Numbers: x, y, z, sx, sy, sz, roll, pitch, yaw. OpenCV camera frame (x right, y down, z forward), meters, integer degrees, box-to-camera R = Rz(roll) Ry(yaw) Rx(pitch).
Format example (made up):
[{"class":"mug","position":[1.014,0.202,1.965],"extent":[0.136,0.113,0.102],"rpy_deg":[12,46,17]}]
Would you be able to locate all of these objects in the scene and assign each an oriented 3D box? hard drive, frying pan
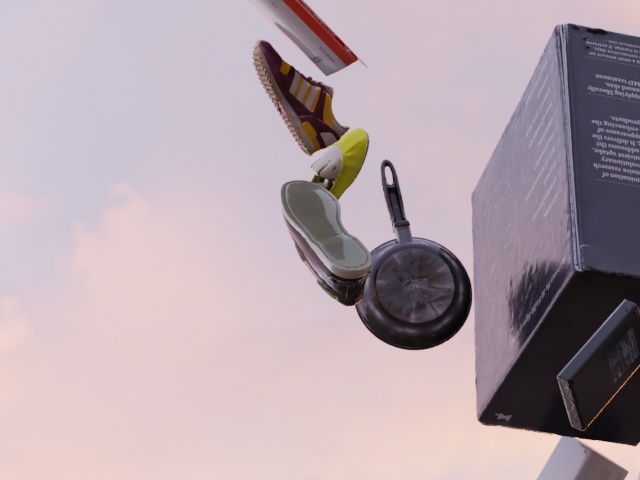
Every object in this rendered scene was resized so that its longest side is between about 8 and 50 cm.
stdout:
[{"class":"hard drive","position":[0.334,0.147,1.755],"extent":[0.135,0.022,0.094],"rpy_deg":[-44,-45,-23]},{"class":"frying pan","position":[0.166,0.023,2.452],"extent":[0.197,0.326,0.053],"rpy_deg":[13,-21,2]}]

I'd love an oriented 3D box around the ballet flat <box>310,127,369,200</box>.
[{"class":"ballet flat","position":[0.008,-0.102,2.647],"extent":[0.077,0.077,0.231],"rpy_deg":[9,-59,-37]}]

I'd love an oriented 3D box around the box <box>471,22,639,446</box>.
[{"class":"box","position":[0.444,0.001,2.379],"extent":[0.297,0.472,0.480],"rpy_deg":[10,-35,-8]}]

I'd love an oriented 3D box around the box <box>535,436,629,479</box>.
[{"class":"box","position":[0.431,0.389,2.463],"extent":[0.087,0.102,0.101],"rpy_deg":[30,-89,-23]}]

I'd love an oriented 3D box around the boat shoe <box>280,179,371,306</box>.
[{"class":"boat shoe","position":[0.000,0.000,2.001],"extent":[0.081,0.228,0.069],"rpy_deg":[-9,-52,-19]}]

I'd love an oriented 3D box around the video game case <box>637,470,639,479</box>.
[{"class":"video game case","position":[0.414,0.280,1.516],"extent":[0.026,0.227,0.206],"rpy_deg":[-39,8,33]}]

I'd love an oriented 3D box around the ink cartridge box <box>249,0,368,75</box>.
[{"class":"ink cartridge box","position":[-0.035,-0.301,2.048],"extent":[0.066,0.232,0.189],"rpy_deg":[-44,-72,8]}]

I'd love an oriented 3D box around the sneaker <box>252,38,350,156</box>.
[{"class":"sneaker","position":[-0.029,-0.219,2.168],"extent":[0.083,0.186,0.069],"rpy_deg":[-30,12,-9]}]
